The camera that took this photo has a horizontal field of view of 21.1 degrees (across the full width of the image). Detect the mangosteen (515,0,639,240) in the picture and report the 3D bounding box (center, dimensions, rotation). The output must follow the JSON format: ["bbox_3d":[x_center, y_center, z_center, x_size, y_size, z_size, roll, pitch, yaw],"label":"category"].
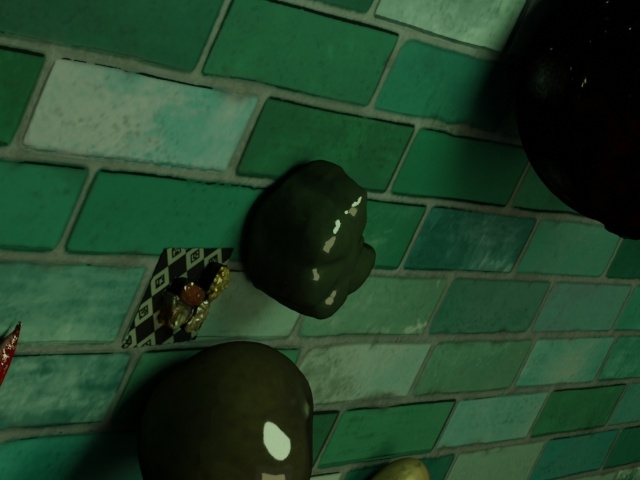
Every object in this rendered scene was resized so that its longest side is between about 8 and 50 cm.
[{"bbox_3d":[0.428,-0.200,2.116,0.381,0.381,0.421,-28,128,-42],"label":"mangosteen"}]

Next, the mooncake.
[{"bbox_3d":[0.000,0.000,1.907,0.175,0.104,0.168,19,96,-64],"label":"mooncake"}]

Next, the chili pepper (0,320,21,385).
[{"bbox_3d":[-0.330,0.152,1.617,0.178,0.027,0.045,-54,150,-12],"label":"chili pepper"}]

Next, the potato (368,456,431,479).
[{"bbox_3d":[0.084,0.422,2.410,0.235,0.128,0.161,-52,155,-22],"label":"potato"}]

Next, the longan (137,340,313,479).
[{"bbox_3d":[-0.101,0.216,1.861,0.196,0.196,0.220,46,43,-60],"label":"longan"}]

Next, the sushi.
[{"bbox_3d":[-0.141,0.066,1.825,0.126,0.026,0.120,-1,119,-56],"label":"sushi"}]
